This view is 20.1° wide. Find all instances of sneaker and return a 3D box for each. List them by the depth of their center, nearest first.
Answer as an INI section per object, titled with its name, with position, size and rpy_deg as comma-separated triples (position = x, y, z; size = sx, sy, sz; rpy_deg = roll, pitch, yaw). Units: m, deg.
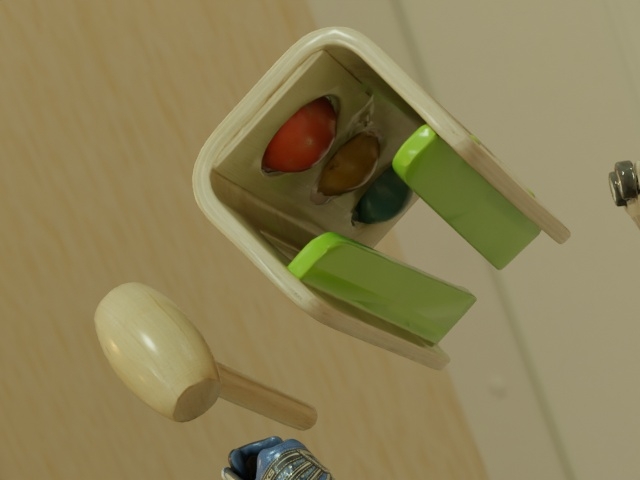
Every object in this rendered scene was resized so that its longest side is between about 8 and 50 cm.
[sneaker]
position = -0.020, 0.120, 0.861
size = 0.052, 0.058, 0.135
rpy_deg = -30, -6, -22

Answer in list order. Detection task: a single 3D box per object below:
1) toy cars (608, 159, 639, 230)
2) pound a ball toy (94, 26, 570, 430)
[toy cars]
position = 0.384, -0.054, 1.567
size = 0.176, 0.087, 0.394
rpy_deg = -8, -5, -37
[pound a ball toy]
position = 0.000, 0.000, 1.027
size = 0.208, 0.136, 0.319
rpy_deg = -47, -21, 6
